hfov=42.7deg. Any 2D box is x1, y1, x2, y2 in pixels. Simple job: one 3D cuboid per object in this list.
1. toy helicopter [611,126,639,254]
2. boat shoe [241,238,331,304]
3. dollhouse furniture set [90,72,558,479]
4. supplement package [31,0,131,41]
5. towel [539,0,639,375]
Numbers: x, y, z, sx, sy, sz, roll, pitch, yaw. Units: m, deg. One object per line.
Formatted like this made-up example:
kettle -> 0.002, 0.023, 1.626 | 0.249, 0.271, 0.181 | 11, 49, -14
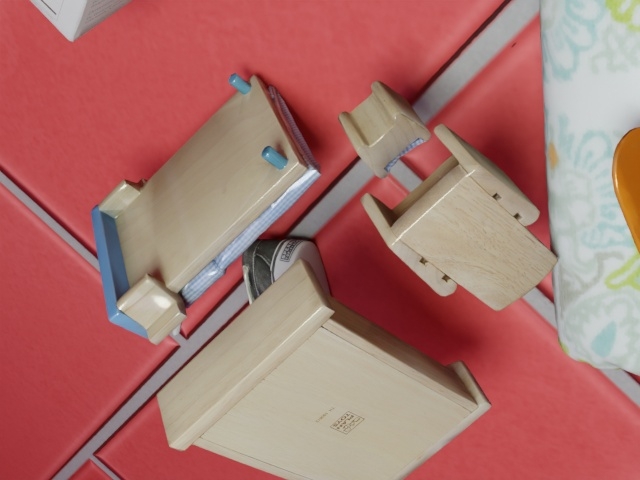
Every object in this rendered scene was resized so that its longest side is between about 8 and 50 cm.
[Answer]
toy helicopter -> 0.239, 0.084, 0.391 | 0.235, 0.140, 0.355 | 29, 121, 44
boat shoe -> -0.025, 0.095, 0.792 | 0.070, 0.078, 0.219 | 5, 118, 30
dollhouse furniture set -> 0.000, 0.000, 0.645 | 0.286, 0.303, 0.198 | -43, 133, 14
supplement package -> -0.129, -0.259, 0.496 | 0.139, 0.134, 0.244 | 47, 150, -8
towel -> 0.303, -0.049, 0.420 | 0.375, 0.090, 0.320 | 6, 118, 30
